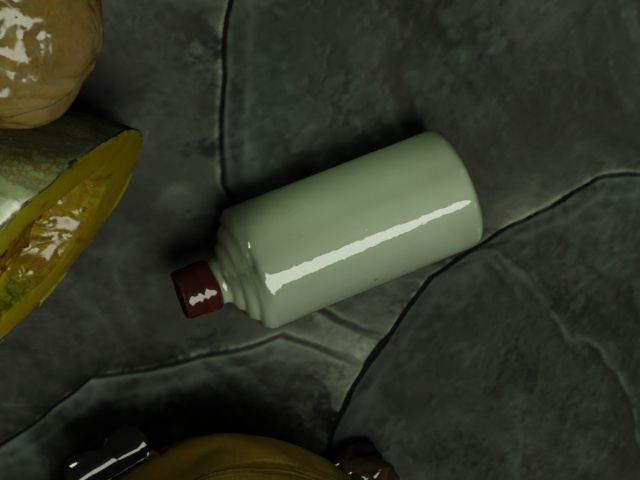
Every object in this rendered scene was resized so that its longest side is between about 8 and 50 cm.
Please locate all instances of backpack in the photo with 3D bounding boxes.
[{"bbox_3d":[-0.078,0.304,1.685,0.353,0.201,0.378,-32,134,0],"label":"backpack"}]

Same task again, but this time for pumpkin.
[{"bbox_3d":[-0.233,-0.022,1.421,0.110,0.217,0.217,37,107,2],"label":"pumpkin"}]

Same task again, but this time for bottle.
[{"bbox_3d":[0.000,0.000,1.567,0.245,0.104,0.104,-22,130,-11],"label":"bottle"}]

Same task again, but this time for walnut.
[{"bbox_3d":[-0.227,-0.143,1.319,0.166,0.149,0.167,1,137,1],"label":"walnut"}]
